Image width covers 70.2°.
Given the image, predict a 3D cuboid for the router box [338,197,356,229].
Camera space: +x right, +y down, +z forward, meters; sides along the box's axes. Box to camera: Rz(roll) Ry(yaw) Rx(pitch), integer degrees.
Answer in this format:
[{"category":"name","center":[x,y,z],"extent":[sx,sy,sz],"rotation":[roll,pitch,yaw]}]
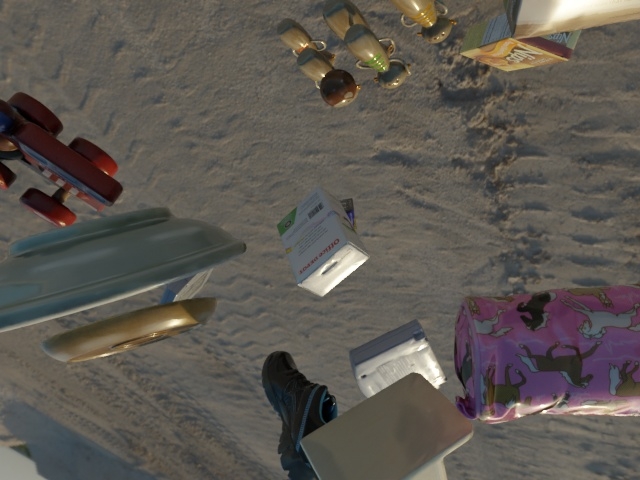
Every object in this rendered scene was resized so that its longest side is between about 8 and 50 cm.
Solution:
[{"category":"router box","center":[0.019,-0.096,1.841],"extent":[0.243,0.309,0.081],"rotation":[-8,103,5]}]

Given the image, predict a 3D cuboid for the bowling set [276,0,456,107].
[{"category":"bowling set","center":[0.053,-0.277,0.735],"extent":[0.287,0.199,0.154],"rotation":[-1,162,42]}]

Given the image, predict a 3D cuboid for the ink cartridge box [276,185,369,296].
[{"category":"ink cartridge box","center":[0.000,0.000,1.396],"extent":[0.201,0.278,0.117],"rotation":[-42,133,17]}]

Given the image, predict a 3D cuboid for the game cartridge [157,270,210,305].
[{"category":"game cartridge","center":[-0.466,0.152,1.602],"extent":[0.062,0.297,0.198],"rotation":[30,118,3]}]

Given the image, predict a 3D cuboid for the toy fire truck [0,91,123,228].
[{"category":"toy fire truck","center":[-0.504,-0.158,0.815],"extent":[0.302,0.169,0.254],"rotation":[40,157,-22]}]

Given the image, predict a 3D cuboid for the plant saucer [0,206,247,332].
[{"category":"plant saucer","center":[-0.312,0.025,0.654],"extent":[0.401,0.400,0.100],"rotation":[-11,97,41]}]

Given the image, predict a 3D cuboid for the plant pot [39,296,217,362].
[{"category":"plant pot","center":[-0.260,0.130,0.648],"extent":[0.236,0.236,0.032],"rotation":[-31,74,49]}]

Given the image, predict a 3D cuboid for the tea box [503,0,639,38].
[{"category":"tea box","center":[0.363,-0.438,0.485],"extent":[0.329,0.323,0.220],"rotation":[-5,157,11]}]

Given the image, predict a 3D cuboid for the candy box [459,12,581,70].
[{"category":"candy box","center":[0.558,-0.570,1.315],"extent":[0.183,0.316,0.087],"rotation":[14,102,-11]}]

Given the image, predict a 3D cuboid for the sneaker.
[{"category":"sneaker","center":[-0.030,0.354,0.990],"extent":[0.140,0.341,0.125],"rotation":[-39,125,5]}]

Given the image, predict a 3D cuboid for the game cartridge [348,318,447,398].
[{"category":"game cartridge","center":[0.183,0.308,1.085],"extent":[0.196,0.060,0.294],"rotation":[-30,135,2]}]

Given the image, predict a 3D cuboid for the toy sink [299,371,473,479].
[{"category":"toy sink","center":[0.113,0.350,0.727],"extent":[0.153,0.234,0.131],"rotation":[38,150,56]}]

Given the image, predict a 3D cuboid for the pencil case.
[{"category":"pencil case","center":[0.366,0.148,0.587],"extent":[0.386,0.167,0.160],"rotation":[-2,136,7]}]

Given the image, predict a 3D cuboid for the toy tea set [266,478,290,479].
[{"category":"toy tea set","center":[0.000,0.618,0.957],"extent":[0.336,0.200,0.124],"rotation":[-15,163,36]}]
